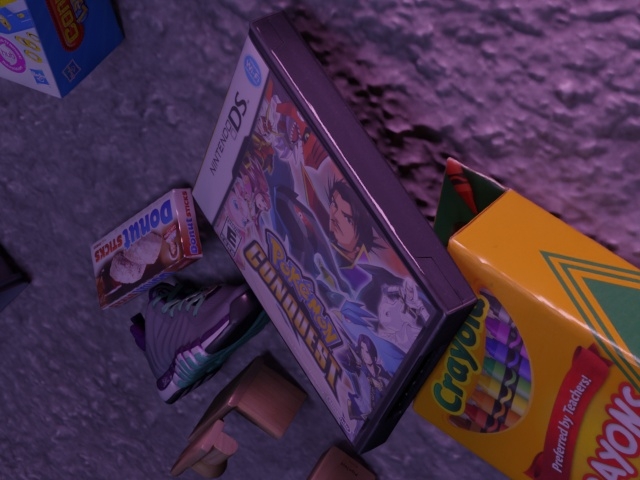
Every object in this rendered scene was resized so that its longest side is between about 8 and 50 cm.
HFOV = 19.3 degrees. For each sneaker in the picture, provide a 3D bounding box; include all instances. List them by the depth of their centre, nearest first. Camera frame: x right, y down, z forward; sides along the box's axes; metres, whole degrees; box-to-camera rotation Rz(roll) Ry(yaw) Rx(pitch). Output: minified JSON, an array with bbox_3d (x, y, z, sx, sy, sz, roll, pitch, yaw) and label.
[{"bbox_3d":[-0.118,0.070,1.691,0.098,0.083,0.223,54,145,6],"label":"sneaker"}]

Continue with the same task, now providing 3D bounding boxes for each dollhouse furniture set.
[{"bbox_3d":[-0.052,0.221,1.721,0.151,0.144,0.123,37,150,-5],"label":"dollhouse furniture set"}]

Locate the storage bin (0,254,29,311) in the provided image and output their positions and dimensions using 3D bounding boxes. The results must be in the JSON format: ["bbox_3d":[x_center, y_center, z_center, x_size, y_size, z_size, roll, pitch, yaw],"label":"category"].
[{"bbox_3d":[-0.379,0.042,1.945,0.091,0.098,0.135,59,145,6],"label":"storage bin"}]

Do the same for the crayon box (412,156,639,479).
[{"bbox_3d":[0.186,0.102,1.386,0.318,0.081,0.202,34,142,23],"label":"crayon box"}]

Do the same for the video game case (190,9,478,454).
[{"bbox_3d":[0.000,0.000,1.460,0.275,0.035,0.248,57,152,19],"label":"video game case"}]

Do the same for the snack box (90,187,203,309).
[{"bbox_3d":[-0.160,0.010,1.706,0.178,0.022,0.064,-29,67,54],"label":"snack box"}]

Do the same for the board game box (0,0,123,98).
[{"bbox_3d":[-0.338,-0.291,1.543,0.308,0.086,0.302,20,145,31],"label":"board game box"}]
